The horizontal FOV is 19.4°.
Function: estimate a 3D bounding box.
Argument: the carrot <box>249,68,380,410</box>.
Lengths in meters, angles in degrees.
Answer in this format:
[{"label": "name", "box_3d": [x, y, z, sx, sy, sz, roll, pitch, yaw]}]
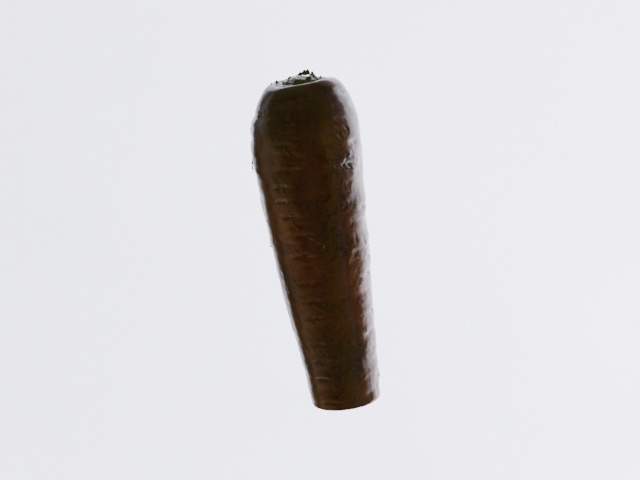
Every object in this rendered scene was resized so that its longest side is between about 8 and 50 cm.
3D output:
[{"label": "carrot", "box_3d": [0.000, 0.000, 0.515, 0.032, 0.032, 0.093, 3, -74, 40]}]
